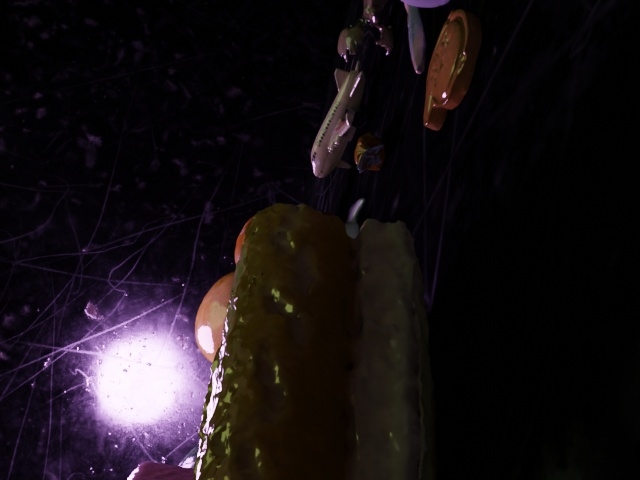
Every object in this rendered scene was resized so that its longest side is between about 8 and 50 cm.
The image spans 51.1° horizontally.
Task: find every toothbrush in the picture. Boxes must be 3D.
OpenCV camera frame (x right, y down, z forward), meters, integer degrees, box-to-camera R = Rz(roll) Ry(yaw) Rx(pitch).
[{"bbox_3d":[0.132,-0.322,0.940,0.375,0.037,0.028,-86,-10,-50],"label":"toothbrush"}]

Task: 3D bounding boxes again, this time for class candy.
[{"bbox_3d":[0.074,-0.131,0.999,0.182,0.046,0.053,-76,-2,-76],"label":"candy"}]

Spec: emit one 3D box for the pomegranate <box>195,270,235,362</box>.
[{"bbox_3d":[-0.177,0.197,1.703,0.307,0.307,0.307,-167,90,-85],"label":"pomegranate"}]

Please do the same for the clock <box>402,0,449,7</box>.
[{"bbox_3d":[0.109,-0.341,0.745,0.176,0.117,0.080,112,170,-63],"label":"clock"}]

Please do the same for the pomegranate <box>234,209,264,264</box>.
[{"bbox_3d":[-0.083,0.029,1.445,0.209,0.209,0.209,-167,90,-85],"label":"pomegranate"}]

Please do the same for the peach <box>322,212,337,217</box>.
[{"bbox_3d":[-0.001,-0.001,1.216,0.101,0.100,0.101,-167,90,-85],"label":"peach"}]

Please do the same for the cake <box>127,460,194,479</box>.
[{"bbox_3d":[-0.250,0.577,1.283,0.230,0.308,0.237,-157,78,-87],"label":"cake"}]

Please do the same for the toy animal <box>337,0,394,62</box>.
[{"bbox_3d":[0.104,-0.423,1.149,0.214,0.093,0.186,-56,-19,-29],"label":"toy animal"}]

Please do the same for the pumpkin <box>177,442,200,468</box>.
[{"bbox_3d":[-0.252,0.576,1.563,0.293,0.196,0.264,75,-145,-73],"label":"pumpkin"}]

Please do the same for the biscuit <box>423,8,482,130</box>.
[{"bbox_3d":[0.124,-0.168,0.660,0.140,0.023,0.118,-94,18,-71],"label":"biscuit"}]

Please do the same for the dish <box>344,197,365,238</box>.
[{"bbox_3d":[0.007,0.046,1.074,0.224,0.078,0.246,117,166,-75],"label":"dish"}]

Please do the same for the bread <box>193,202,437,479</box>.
[{"bbox_3d":[-0.014,0.179,0.466,0.375,0.165,0.237,-84,6,-47],"label":"bread"}]

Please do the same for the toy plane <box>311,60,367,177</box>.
[{"bbox_3d":[0.043,-0.236,1.357,0.229,0.092,0.244,-92,15,-64],"label":"toy plane"}]
